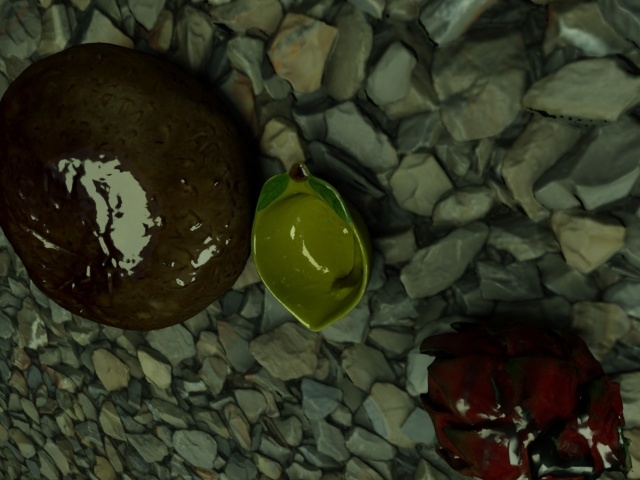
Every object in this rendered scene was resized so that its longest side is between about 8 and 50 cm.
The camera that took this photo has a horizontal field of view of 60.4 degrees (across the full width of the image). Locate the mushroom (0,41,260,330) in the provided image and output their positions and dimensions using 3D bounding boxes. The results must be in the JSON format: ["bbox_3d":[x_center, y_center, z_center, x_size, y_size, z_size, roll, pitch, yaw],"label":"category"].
[{"bbox_3d":[-0.235,-0.056,0.663,0.345,0.239,0.345,5,128,6],"label":"mushroom"}]

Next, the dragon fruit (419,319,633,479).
[{"bbox_3d":[0.190,0.162,0.545,0.189,0.182,0.182,-27,97,34],"label":"dragon fruit"}]

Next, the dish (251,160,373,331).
[{"bbox_3d":[0.000,0.000,0.632,0.149,0.080,0.207,11,118,25],"label":"dish"}]
